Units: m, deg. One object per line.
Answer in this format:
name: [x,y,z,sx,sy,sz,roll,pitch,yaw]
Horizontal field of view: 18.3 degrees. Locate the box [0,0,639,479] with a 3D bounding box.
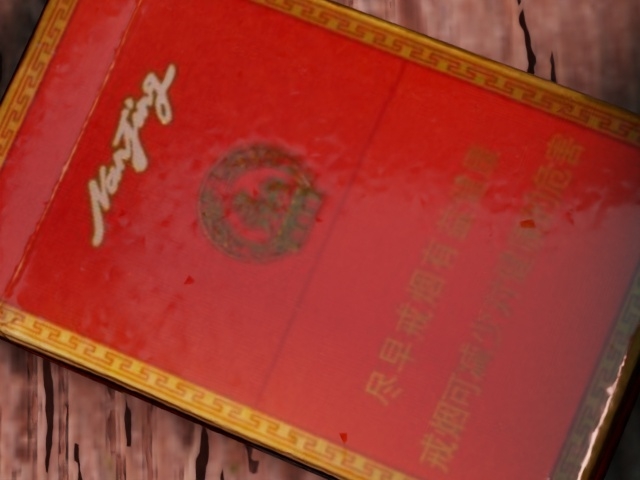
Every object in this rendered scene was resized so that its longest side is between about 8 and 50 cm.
box: [0.000,0.000,0.685,0.239,0.074,0.153,22,87,12]
